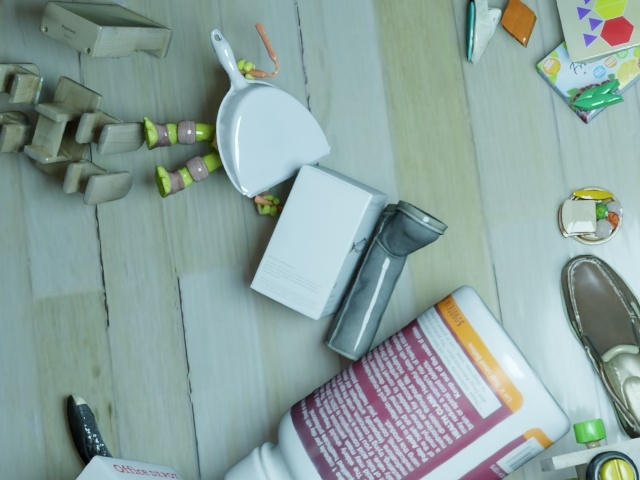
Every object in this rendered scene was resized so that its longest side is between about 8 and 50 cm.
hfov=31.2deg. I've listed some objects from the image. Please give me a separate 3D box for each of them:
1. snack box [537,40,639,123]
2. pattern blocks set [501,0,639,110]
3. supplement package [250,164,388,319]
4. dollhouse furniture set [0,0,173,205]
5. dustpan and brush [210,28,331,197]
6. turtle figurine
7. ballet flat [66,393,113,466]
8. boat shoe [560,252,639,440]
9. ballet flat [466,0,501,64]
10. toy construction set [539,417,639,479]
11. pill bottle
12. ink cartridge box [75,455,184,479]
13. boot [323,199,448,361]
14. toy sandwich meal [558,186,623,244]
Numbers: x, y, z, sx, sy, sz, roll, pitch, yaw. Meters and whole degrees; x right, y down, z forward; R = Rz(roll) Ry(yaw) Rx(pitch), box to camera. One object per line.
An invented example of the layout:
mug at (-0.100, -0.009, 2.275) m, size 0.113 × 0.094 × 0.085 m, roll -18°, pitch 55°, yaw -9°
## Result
snack box at (0.372, -0.238, 1.514) m, size 0.141 × 0.037 × 0.100 m, roll -41°, pitch 76°, yaw 4°
pattern blocks set at (0.377, -0.325, 1.492) m, size 0.285 × 0.026 × 0.325 m, roll -5°, pitch 73°, yaw 18°
supplement package at (0.000, 0.000, 1.521) m, size 0.105 × 0.105 × 0.179 m, roll 25°, pitch 99°, yaw 14°
dollhouse furniture set at (-0.327, -0.202, 1.614) m, size 0.212 × 0.161 × 0.242 m, roll 28°, pitch 110°, yaw 21°
dustpan and brush at (-0.091, -0.181, 1.513) m, size 0.147 × 0.060 × 0.211 m, roll -29°, pitch 109°, yaw -22°
turtle figurine at (-0.129, -0.149, 1.575) m, size 0.217 × 0.087 × 0.270 m, roll -14°, pitch 99°, yaw -13°
ballet flat at (-0.308, 0.292, 1.602) m, size 0.049 × 0.057 × 0.173 m, roll -21°, pitch 79°, yaw -33°
boat shoe at (0.380, 0.132, 1.446) m, size 0.095 × 0.095 × 0.258 m, roll -26°, pitch 80°, yaw 8°
ballet flat at (0.221, -0.321, 1.546) m, size 0.052 × 0.057 × 0.168 m, roll -1°, pitch 84°, yaw 2°
toy construction set at (0.285, 0.339, 1.363) m, size 0.308 × 0.257 × 0.237 m, roll -16°, pitch 85°, yaw 12°
pill bottle at (0.090, 0.253, 1.428) m, size 0.392 × 0.224 × 0.224 m, roll -36°, pitch 79°, yaw 6°
ink cartridge box at (-0.212, 0.438, 1.454) m, size 0.270 × 0.198 × 0.197 m, roll 40°, pitch 94°, yaw 28°
boot at (0.077, 0.055, 1.479) m, size 0.076 × 0.189 × 0.209 m, roll 31°, pitch 84°, yaw -4°
toy sandwich meal at (0.354, -0.034, 1.501) m, size 0.085 × 0.029 × 0.086 m, roll -1°, pitch 84°, yaw 11°
